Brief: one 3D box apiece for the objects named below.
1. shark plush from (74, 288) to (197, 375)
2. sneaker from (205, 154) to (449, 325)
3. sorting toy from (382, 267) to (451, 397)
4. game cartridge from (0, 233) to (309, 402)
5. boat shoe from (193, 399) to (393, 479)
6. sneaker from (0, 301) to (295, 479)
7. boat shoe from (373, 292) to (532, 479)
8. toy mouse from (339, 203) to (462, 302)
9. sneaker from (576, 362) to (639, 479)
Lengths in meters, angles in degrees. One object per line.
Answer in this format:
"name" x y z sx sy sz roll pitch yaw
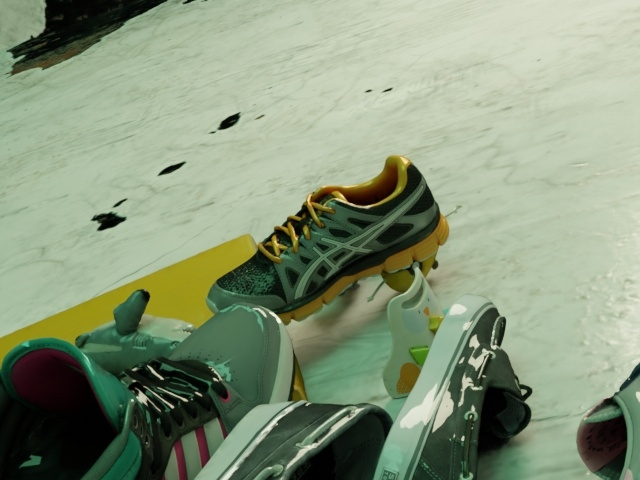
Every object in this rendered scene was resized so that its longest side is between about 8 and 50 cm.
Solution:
"shark plush" -0.173 0.100 1.019 0.161 0.073 0.067 -21 55 -6
"sneaker" 0.000 0.000 1.052 0.215 0.083 0.084 -27 30 -15
"sorting toy" 0.074 0.063 0.954 0.045 0.075 0.083 -5 30 36
"game cartridge" -0.161 0.126 1.077 0.285 0.053 0.324 -23 26 0
"boat shoe" -0.032 0.192 0.755 0.102 0.108 0.301 -11 19 28
"sneaker" -0.126 0.111 0.839 0.124 0.178 0.295 8 48 28
"boat shoe" 0.100 0.110 0.843 0.076 0.080 0.228 14 26 15
"toy mouse" 0.052 0.012 1.136 0.161 0.031 0.143 -38 28 -31
"sneaker" 0.216 0.083 0.741 0.131 0.112 0.319 -8 27 25
